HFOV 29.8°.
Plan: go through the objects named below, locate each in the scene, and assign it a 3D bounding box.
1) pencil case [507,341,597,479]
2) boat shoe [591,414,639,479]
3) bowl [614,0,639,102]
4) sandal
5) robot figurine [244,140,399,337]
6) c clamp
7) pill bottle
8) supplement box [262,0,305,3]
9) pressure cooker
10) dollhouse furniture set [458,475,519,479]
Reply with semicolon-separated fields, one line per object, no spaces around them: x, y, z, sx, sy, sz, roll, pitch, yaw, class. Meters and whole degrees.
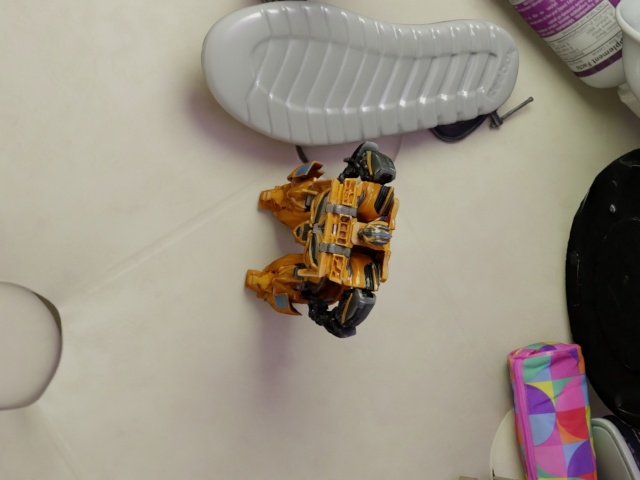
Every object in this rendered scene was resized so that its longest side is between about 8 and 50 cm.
0.296;0.247;1.521;0.105;0.104;0.236;-6;87;-20;pencil case
0.432;0.348;1.563;0.091;0.114;0.302;-27;108;-18;boat shoe
0.472;-0.178;1.369;0.298;0.298;0.134;-5;122;-20;bowl
0.045;-0.202;1.458;0.416;0.102;0.169;0;108;-25;sandal
0.000;0.000;1.327;0.085;0.291;0.211;11;83;-19;robot figurine
0.177;-0.201;1.545;0.137;0.022;0.160;-41;102;-11;c clamp
0.358;-0.303;1.532;0.301;0.169;0.169;44;75;-13;pill bottle
0.006;-0.343;1.373;0.073;0.239;0.130;46;74;-12;supplement box
0.565;0.057;1.480;0.421;0.375;0.369;-4;86;-19;pressure cooker
0.144;0.369;1.490;0.182;0.161;0.101;6;122;19;dollhouse furniture set
